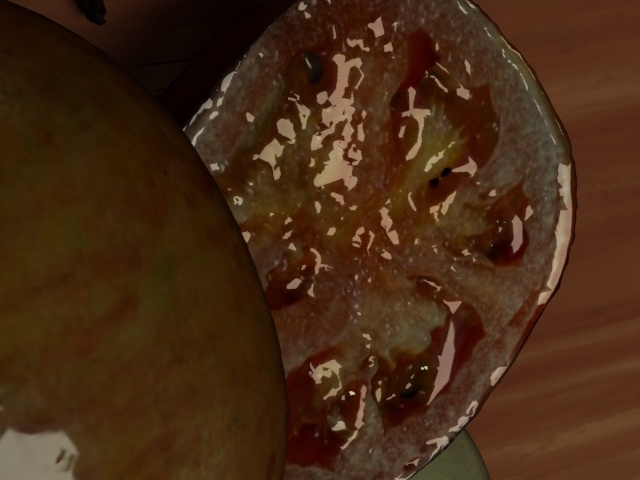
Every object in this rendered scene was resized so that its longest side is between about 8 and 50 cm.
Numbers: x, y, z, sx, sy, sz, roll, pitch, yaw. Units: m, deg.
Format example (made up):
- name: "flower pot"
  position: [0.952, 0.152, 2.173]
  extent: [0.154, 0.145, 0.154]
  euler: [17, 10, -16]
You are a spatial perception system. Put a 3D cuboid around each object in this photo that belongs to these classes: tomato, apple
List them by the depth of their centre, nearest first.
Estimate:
- name: "apple"
  position: [-0.215, 0.063, 0.876]
  extent: [0.333, 0.400, 0.400]
  euler: [-49, 161, -70]
- name: "tomato"
  position: [-0.009, -0.007, 1.133]
  extent: [0.338, 0.143, 0.338]
  euler: [-12, 114, -28]

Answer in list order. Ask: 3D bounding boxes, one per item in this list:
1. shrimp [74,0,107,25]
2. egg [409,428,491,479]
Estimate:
- name: "shrimp"
  position: [-0.074, -0.177, 1.055]
  extent: [0.195, 0.035, 0.148]
  euler: [28, 96, -38]
- name: "egg"
  position: [0.023, 0.206, 1.271]
  extent: [0.201, 0.201, 0.244]
  euler: [-18, 137, -28]
